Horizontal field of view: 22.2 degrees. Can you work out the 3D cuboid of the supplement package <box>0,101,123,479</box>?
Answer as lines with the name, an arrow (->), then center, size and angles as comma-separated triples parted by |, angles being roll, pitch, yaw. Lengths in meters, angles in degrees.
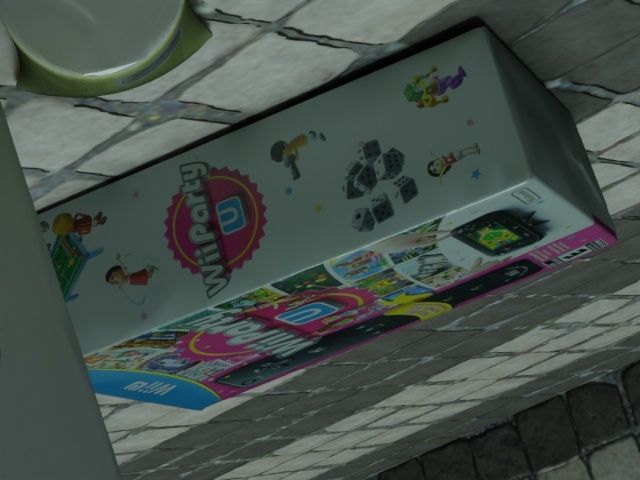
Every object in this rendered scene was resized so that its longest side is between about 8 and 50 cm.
supplement package -> -0.189, 0.066, 0.583 | 0.175, 0.293, 0.177 | -20, 173, 10

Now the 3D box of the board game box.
board game box -> 0.000, 0.000, 0.961 | 0.303, 0.098, 0.224 | -22, 163, 17

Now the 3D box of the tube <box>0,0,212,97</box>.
tube -> -0.085, -0.082, 0.632 | 0.070, 0.062, 0.240 | 26, 178, -4
